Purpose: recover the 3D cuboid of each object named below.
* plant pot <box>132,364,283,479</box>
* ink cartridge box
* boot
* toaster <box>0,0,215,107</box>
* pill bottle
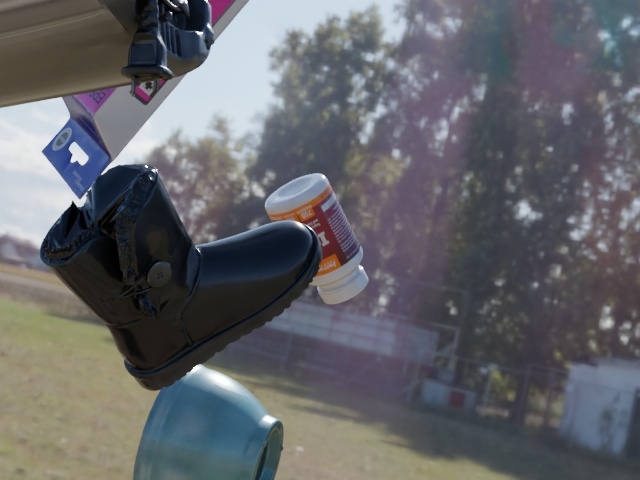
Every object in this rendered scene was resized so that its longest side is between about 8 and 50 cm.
[{"bbox_3d":[-0.183,0.383,1.806,0.196,0.292,0.293,14,-4,14],"label":"plant pot"},{"bbox_3d":[-0.211,-0.232,1.198,0.069,0.371,0.176,38,1,-38],"label":"ink cartridge box"},{"bbox_3d":[-0.123,0.006,0.963,0.094,0.246,0.207,36,-23,45],"label":"boot"},{"bbox_3d":[-0.140,-0.155,0.484,0.147,0.226,0.129,-11,-17,14],"label":"toaster"},{"bbox_3d":[0.000,0.000,1.251,0.086,0.086,0.152,5,-52,58],"label":"pill bottle"}]
